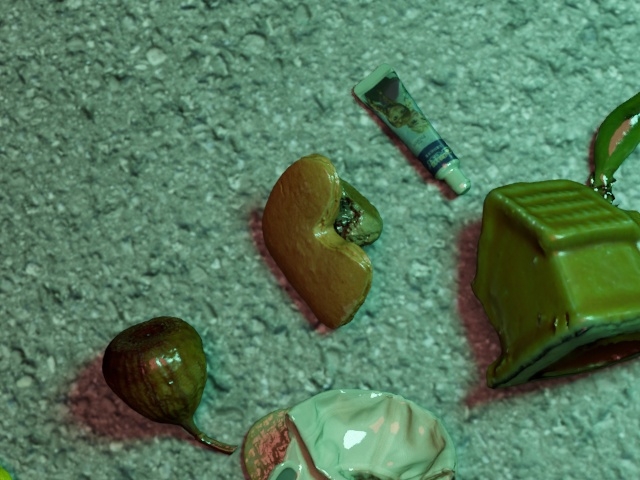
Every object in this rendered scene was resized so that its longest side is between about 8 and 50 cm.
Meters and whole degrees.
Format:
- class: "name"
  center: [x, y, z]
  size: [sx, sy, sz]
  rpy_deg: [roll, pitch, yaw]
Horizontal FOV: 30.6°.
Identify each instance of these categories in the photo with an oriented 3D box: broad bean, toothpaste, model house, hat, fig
- class: "broad bean"
  center: [0.469, -0.141, 1.476]
  size: [0.292, 0.049, 0.144]
  rpy_deg: [-19, 82, 9]
- class: "toothpaste"
  center: [0.126, -0.143, 1.546]
  size: [0.062, 0.037, 0.216]
  rpy_deg: [-38, 70, 3]
- class: "model house"
  center: [0.319, 0.033, 1.424]
  size: [0.268, 0.173, 0.239]
  rpy_deg: [-7, 63, -18]
- class: "hat"
  center: [0.049, 0.311, 1.432]
  size: [0.219, 0.164, 0.226]
  rpy_deg: [20, 104, 19]
- class: "fig"
  center: [-0.189, 0.198, 1.513]
  size: [0.134, 0.146, 0.201]
  rpy_deg: [-23, 114, 9]

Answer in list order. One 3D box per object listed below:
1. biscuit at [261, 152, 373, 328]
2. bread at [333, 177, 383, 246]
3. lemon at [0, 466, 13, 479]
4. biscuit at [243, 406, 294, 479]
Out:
- class: "biscuit"
  center: [0.000, 0.000, 1.478]
  size: [0.036, 0.186, 0.192]
  rpy_deg: [-23, 68, -40]
- class: "bread"
  center: [0.035, -0.032, 1.517]
  size: [0.060, 0.082, 0.113]
  rpy_deg: [-49, 54, 12]
- class: "lemon"
  center: [-0.437, 0.332, 1.543]
  size: [0.065, 0.065, 0.092]
  rpy_deg: [1, 73, 11]
- class: "biscuit"
  center: [-0.042, 0.274, 1.503]
  size: [0.120, 0.015, 0.120]
  rpy_deg: [-2, 78, 11]
